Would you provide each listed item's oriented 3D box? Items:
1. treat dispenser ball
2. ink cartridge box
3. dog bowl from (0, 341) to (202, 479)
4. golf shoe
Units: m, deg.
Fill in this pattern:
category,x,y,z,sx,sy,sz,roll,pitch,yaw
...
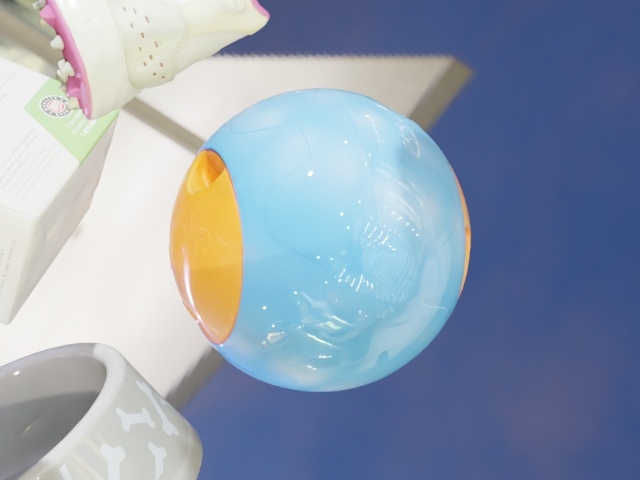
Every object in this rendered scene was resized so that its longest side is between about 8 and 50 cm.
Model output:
category,x,y,z,sx,sy,sz,roll,pitch,yaw
treat dispenser ball,0.000,0.000,1.679,0.288,0.288,0.288,-42,-151,30
ink cartridge box,-0.373,-0.089,1.473,0.207,0.353,0.119,-65,177,-57
dog bowl,-0.270,0.208,1.432,0.348,0.102,0.349,-26,-161,10
golf shoe,-0.102,-0.169,1.111,0.140,0.115,0.306,-18,-152,2
